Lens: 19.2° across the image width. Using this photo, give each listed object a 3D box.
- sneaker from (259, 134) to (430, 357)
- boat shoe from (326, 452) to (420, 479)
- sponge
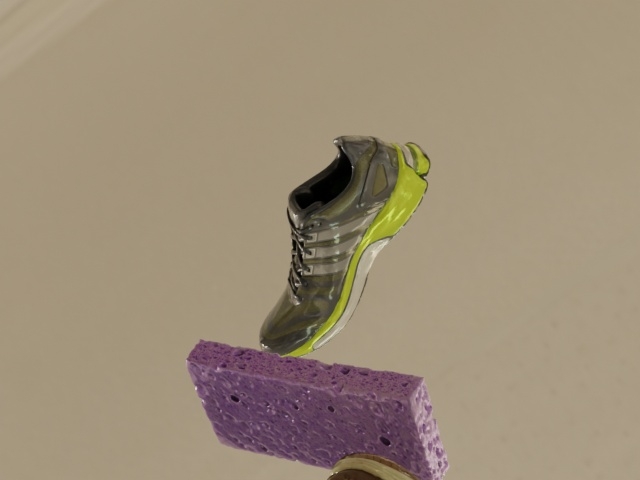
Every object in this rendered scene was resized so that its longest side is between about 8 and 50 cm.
[{"bbox_3d":[0.000,0.000,2.182,0.300,0.121,0.111,-60,-148,11],"label":"sneaker"},{"bbox_3d":[0.074,0.280,1.415,0.095,0.257,0.095,-17,-157,39],"label":"boat shoe"},{"bbox_3d":[-0.003,0.143,1.557,0.210,0.117,0.031,9,-130,27],"label":"sponge"}]
